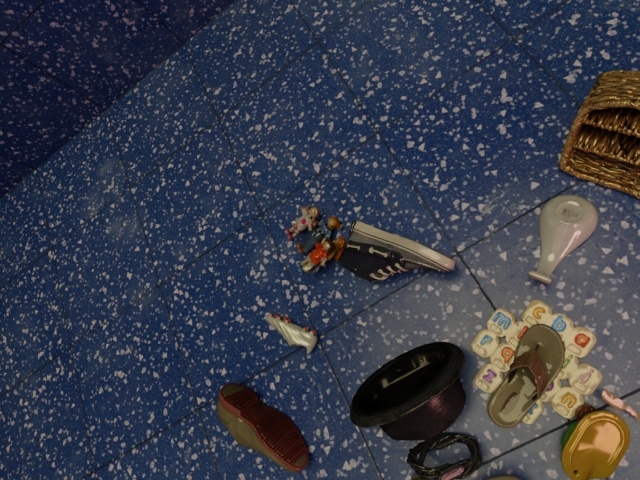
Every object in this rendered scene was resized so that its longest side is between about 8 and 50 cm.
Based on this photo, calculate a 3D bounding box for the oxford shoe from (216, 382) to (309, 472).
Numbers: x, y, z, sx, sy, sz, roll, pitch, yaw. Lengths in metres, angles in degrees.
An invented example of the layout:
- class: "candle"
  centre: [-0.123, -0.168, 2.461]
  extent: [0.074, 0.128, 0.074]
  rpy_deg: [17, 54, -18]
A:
- class: "oxford shoe"
  centre: [-0.181, 0.585, 1.395]
  extent: [0.348, 0.123, 0.130]
  rpy_deg: [34, 117, 28]

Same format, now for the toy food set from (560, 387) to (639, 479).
- class: "toy food set"
  centre: [0.630, 0.448, 1.061]
  extent: [0.128, 0.071, 0.217]
  rpy_deg: [29, 94, -2]

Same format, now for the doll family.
- class: "doll family"
  centre: [0.000, 0.000, 1.479]
  extent: [0.163, 0.118, 0.262]
  rpy_deg: [-40, 44, 17]

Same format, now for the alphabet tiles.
- class: "alphabet tiles"
  centre: [0.540, 0.306, 1.167]
  extent: [0.284, 0.021, 0.277]
  rpy_deg: [36, 95, 29]

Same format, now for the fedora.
- class: "fedora"
  centre: [0.245, 0.408, 1.174]
  extent: [0.334, 0.334, 0.152]
  rpy_deg: [-33, 94, 13]

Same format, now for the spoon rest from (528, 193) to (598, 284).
- class: "spoon rest"
  centre: [0.621, -0.004, 1.200]
  extent: [0.137, 0.084, 0.276]
  rpy_deg: [25, 73, 28]

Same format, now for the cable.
- class: "cable"
  centre: [0.311, 0.540, 1.146]
  extent: [0.185, 0.151, 0.047]
  rpy_deg: [-19, 99, -18]

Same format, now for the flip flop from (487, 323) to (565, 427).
- class: "flip flop"
  centre: [0.500, 0.334, 1.121]
  extent: [0.112, 0.080, 0.277]
  rpy_deg: [33, 93, 29]

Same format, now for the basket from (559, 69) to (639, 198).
- class: "basket"
  centre: [0.775, -0.252, 1.110]
  extent: [0.299, 0.213, 0.222]
  rpy_deg: [30, 89, 30]

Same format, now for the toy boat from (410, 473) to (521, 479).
- class: "toy boat"
  centre: [0.363, 0.656, 1.093]
  extent: [0.319, 0.148, 0.267]
  rpy_deg: [21, 90, 21]

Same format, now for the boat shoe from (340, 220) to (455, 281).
- class: "boat shoe"
  centre: [0.215, 0.066, 1.347]
  extent: [0.341, 0.127, 0.158]
  rpy_deg: [23, 92, 37]

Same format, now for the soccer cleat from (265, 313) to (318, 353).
- class: "soccer cleat"
  centre: [-0.100, 0.292, 1.452]
  extent: [0.196, 0.068, 0.076]
  rpy_deg: [19, 87, 26]
